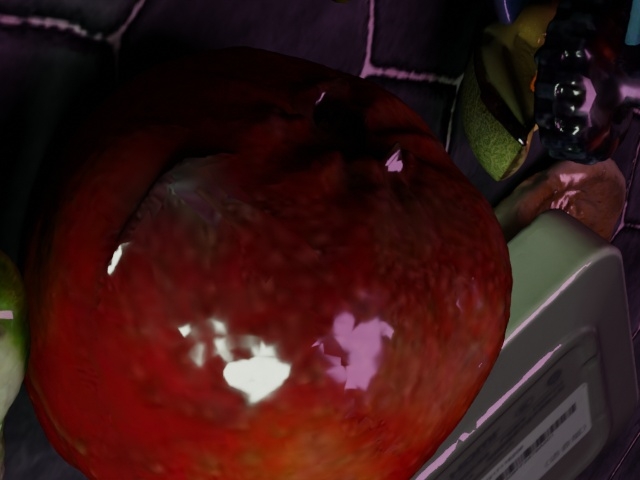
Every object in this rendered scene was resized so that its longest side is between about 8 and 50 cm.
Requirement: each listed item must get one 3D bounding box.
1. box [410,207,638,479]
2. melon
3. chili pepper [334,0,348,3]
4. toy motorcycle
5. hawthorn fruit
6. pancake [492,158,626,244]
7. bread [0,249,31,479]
[{"bbox_3d":[0.124,0.184,1.539,0.367,0.090,0.373,-43,152,-11],"label":"box"},{"bbox_3d":[0.143,-0.112,1.370,0.160,0.079,0.128,-55,171,-40],"label":"melon"},{"bbox_3d":[-0.003,-0.194,1.016,0.073,0.072,0.204,-59,155,0],"label":"chili pepper"},{"bbox_3d":[0.203,-0.264,1.244,0.232,0.172,0.416,-43,135,-45],"label":"toy motorcycle"},{"bbox_3d":[-0.042,0.052,1.000,0.265,0.265,0.307,-18,139,-55],"label":"hawthorn fruit"},{"bbox_3d":[0.190,0.040,1.634,0.282,0.049,0.282,-38,145,-34],"label":"pancake"},{"bbox_3d":[-0.285,0.128,0.755,0.382,0.129,0.366,-49,152,-23],"label":"bread"}]
